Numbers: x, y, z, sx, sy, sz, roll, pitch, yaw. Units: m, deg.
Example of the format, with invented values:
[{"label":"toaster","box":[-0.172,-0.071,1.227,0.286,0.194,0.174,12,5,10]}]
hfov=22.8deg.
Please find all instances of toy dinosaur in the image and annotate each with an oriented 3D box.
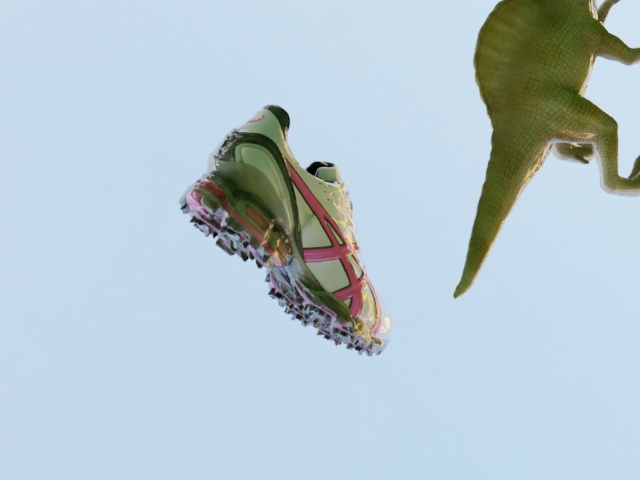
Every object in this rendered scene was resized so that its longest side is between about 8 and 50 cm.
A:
[{"label":"toy dinosaur","box":[0.091,-0.052,0.628,0.093,0.053,0.183,26,-101,-35]}]

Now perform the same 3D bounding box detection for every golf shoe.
[{"label":"golf shoe","box":[0.000,0.000,0.924,0.086,0.067,0.186,-56,-45,-15]}]
